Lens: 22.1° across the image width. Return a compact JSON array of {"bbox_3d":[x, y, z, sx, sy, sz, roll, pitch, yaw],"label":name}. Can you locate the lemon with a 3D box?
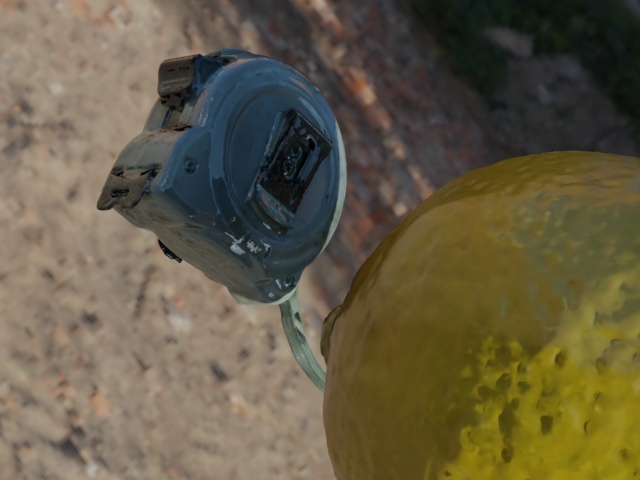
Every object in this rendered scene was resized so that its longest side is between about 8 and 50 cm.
[{"bbox_3d":[0.148,0.079,0.823,0.245,0.319,0.245,10,90,-70],"label":"lemon"}]

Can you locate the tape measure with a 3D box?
[{"bbox_3d":[0.000,0.001,1.087,0.084,0.164,0.330,5,-25,45],"label":"tape measure"}]
